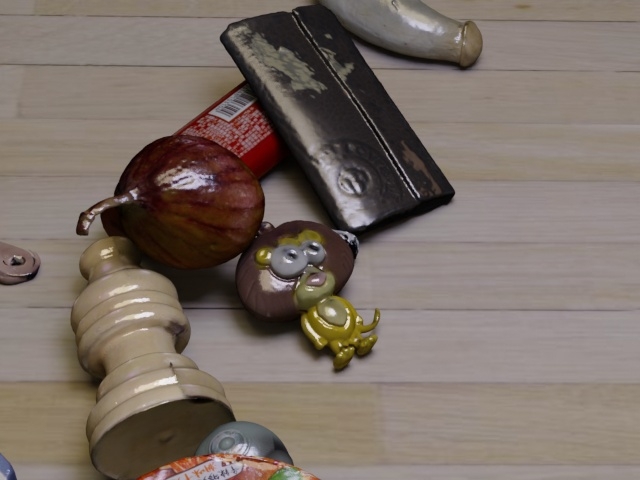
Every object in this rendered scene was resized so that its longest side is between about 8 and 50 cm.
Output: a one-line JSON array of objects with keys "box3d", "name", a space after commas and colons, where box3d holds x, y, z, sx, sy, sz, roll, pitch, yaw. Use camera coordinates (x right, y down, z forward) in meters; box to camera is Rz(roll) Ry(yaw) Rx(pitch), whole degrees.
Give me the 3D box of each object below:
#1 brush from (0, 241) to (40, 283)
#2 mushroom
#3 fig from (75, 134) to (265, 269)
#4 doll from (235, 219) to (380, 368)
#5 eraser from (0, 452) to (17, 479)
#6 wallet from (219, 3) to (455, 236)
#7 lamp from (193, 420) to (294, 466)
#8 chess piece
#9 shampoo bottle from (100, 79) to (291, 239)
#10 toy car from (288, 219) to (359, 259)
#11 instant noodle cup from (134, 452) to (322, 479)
[{"box3d": [-0.465, -0.028, 1.820, 0.312, 0.067, 0.072, 22, 47, 16], "name": "brush"}, {"box3d": [0.094, -0.311, 2.115, 0.118, 0.103, 0.270, -38, 67, -27], "name": "mushroom"}, {"box3d": [-0.164, -0.050, 1.712, 0.202, 0.148, 0.149, 27, 6, -28], "name": "fig"}, {"box3d": [-0.007, 0.049, 1.744, 0.188, 0.096, 0.145, 29, 57, 12], "name": "doll"}, {"box3d": [-0.370, 0.205, 1.572, 0.036, 0.082, 0.225, -33, 54, -29], "name": "eraser"}, {"box3d": [0.021, -0.156, 1.911, 0.170, 0.044, 0.321, -20, 68, -29], "name": "wallet"}, {"box3d": [-0.077, 0.230, 1.543, 0.105, 0.105, 0.105, 1, 44, -1], "name": "lamp"}, {"box3d": [-0.204, 0.107, 1.669, 0.139, 0.124, 0.307, -39, 43, 11], "name": "chess piece"}, {"box3d": [-0.133, -0.095, 1.891, 0.118, 0.076, 0.314, 36, 53, 16], "name": "shampoo bottle"}, {"box3d": [0.000, 0.000, 1.825, 0.093, 0.041, 0.025, 18, 43, 13], "name": "toy car"}, {"box3d": [-0.084, 0.339, 1.369, 0.250, 0.192, 0.250, 2, 45, -2], "name": "instant noodle cup"}]
